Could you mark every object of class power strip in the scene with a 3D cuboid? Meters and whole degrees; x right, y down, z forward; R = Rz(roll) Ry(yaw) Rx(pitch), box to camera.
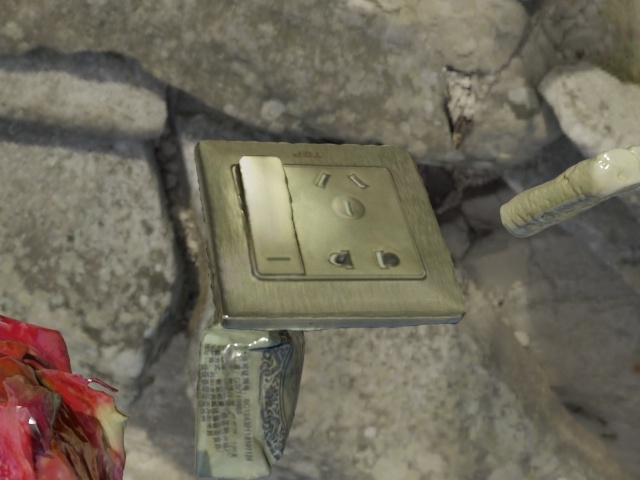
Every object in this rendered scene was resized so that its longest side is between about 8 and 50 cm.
[{"bbox_3d":[-0.002,0.001,1.055,0.251,0.257,0.092,5,137,-20],"label":"power strip"}]

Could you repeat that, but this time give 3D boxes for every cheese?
[{"bbox_3d":[0.238,-0.045,0.958,0.065,0.043,0.194,-18,172,-21],"label":"cheese"}]

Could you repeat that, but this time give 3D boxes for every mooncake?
[{"bbox_3d":[-0.096,0.202,1.442,0.136,0.250,0.254,3,101,4],"label":"mooncake"}]

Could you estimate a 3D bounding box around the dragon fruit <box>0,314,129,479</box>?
[{"bbox_3d":[-0.310,0.214,0.826,0.386,0.249,0.371,-34,87,19],"label":"dragon fruit"}]
